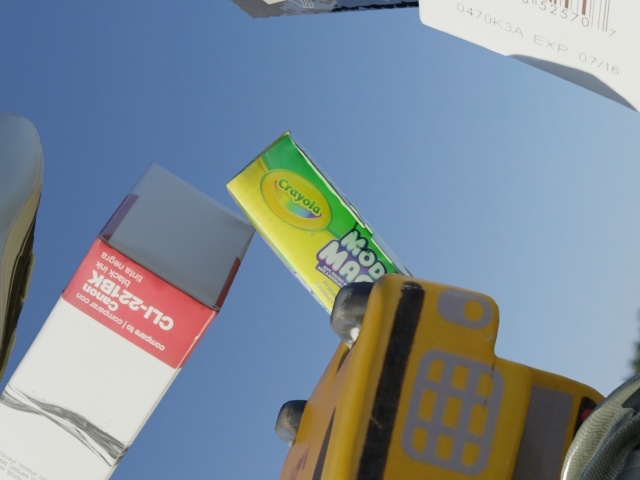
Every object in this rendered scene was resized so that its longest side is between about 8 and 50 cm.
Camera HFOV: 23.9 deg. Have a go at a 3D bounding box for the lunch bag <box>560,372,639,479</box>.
[{"bbox_3d":[0.151,0.177,0.516,0.287,0.169,0.235,-53,-34,-40],"label":"lunch bag"}]

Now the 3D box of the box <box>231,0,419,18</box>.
[{"bbox_3d":[-0.011,-0.200,0.853,0.156,0.158,0.093,29,-113,-53],"label":"box"}]

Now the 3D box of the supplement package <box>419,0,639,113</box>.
[{"bbox_3d":[0.126,-0.153,0.574,0.179,0.105,0.105,-48,-29,-30],"label":"supplement package"}]

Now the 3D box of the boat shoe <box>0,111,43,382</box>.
[{"bbox_3d":[-0.237,0.013,1.041,0.070,0.078,0.219,95,180,-58],"label":"boat shoe"}]

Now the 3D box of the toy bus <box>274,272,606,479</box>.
[{"bbox_3d":[0.038,0.124,0.682,0.333,0.130,0.108,113,173,-68],"label":"toy bus"}]

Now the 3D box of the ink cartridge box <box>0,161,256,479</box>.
[{"bbox_3d":[-0.181,0.096,1.275,0.273,0.114,0.197,-57,5,21],"label":"ink cartridge box"}]

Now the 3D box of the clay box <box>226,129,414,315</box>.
[{"bbox_3d":[0.000,0.000,0.909,0.053,0.127,0.222,-40,3,-1],"label":"clay box"}]
